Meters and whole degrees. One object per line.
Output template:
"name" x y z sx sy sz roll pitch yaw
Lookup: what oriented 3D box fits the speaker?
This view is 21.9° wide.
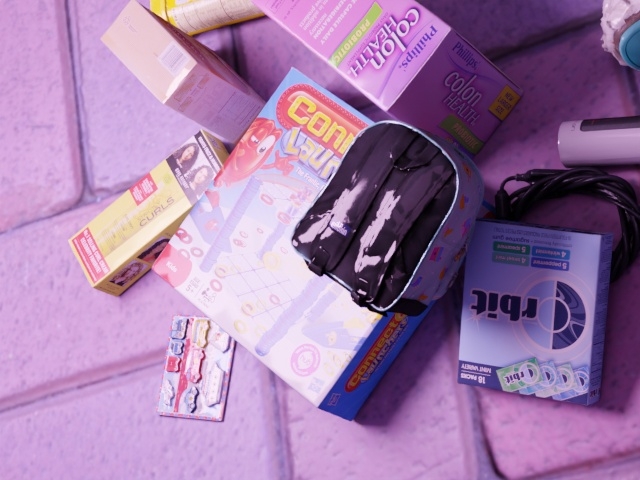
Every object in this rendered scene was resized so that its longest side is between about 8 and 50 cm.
"speaker" 0.332 -0.109 1.820 0.136 0.055 0.055 -2 75 29

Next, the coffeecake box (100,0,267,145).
"coffeecake box" -0.162 -0.203 2.046 0.068 0.185 0.142 -49 59 8

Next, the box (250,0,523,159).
"box" 0.078 -0.222 1.901 0.243 0.213 0.117 41 97 31

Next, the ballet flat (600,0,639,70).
"ballet flat" 0.476 -0.320 1.760 0.409 0.147 0.147 -24 65 23

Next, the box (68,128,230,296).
"box" -0.206 -0.034 2.095 0.232 0.058 0.087 -38 61 15

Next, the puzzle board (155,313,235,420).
"puzzle board" -0.153 0.155 2.037 0.096 0.011 0.128 2 77 30

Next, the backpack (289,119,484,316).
"backpack" 0.086 -0.030 1.774 0.166 0.144 0.188 36 108 32

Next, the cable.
"cable" 0.272 -0.006 1.827 0.184 0.047 0.150 5 78 30

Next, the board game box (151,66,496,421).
"board game box" 0.000 0.000 1.950 0.308 0.086 0.302 37 93 32

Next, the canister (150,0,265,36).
"canister" -0.129 -0.334 2.134 0.170 0.073 0.126 -11 70 25

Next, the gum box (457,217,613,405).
"gum box" 0.232 0.075 1.797 0.157 0.041 0.184 7 97 30
